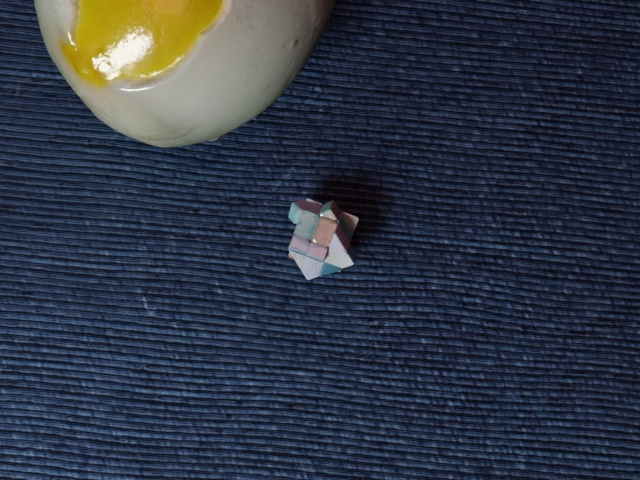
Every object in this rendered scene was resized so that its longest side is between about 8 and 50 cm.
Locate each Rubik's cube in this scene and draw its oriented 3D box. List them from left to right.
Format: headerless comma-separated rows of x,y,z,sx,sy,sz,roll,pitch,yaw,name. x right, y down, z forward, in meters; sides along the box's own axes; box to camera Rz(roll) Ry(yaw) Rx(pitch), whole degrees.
0.002,-0.002,1.795,0.075,0.073,0.084,2,80,-3,Rubik's cube

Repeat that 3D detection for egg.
-0.125,-0.257,1.718,0.345,0.283,0.283,-43,87,-16,egg
